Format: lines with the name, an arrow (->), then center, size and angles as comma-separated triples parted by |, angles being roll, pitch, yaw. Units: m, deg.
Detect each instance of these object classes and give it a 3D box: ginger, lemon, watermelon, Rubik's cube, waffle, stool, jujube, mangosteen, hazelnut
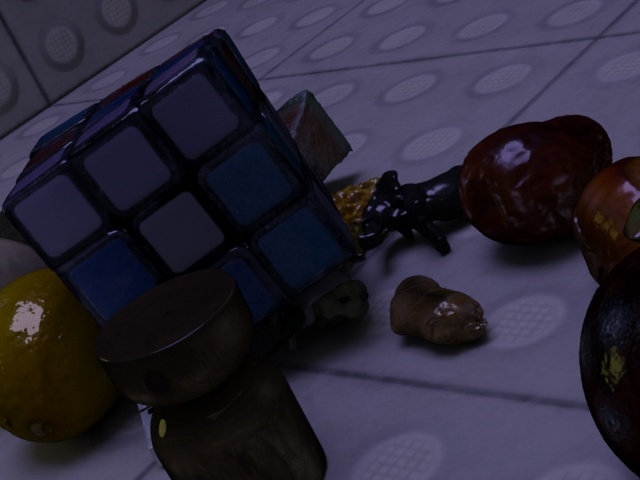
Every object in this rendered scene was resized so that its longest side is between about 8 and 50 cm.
ginger -> 0.146, 0.092, 1.609 | 0.095, 0.068, 0.190 | -12, 15, -27
lemon -> -0.394, 0.165, 1.791 | 0.236, 0.236, 0.263 | -25, 24, 1
watermelon -> -0.092, -0.125, 2.114 | 0.264, 0.151, 0.302 | -32, 10, 17
Rubik's cube -> -0.191, -0.060, 1.738 | 0.362, 0.363, 0.359 | -31, 18, 7
waffle -> 0.001, 0.001, 1.960 | 0.309, 0.065, 0.283 | -27, 21, 6
stool -> -0.124, 0.191, 1.425 | 0.179, 0.264, 0.179 | -22, 22, 10
jujube -> 0.310, -0.095, 1.711 | 0.190, 0.190, 0.255 | -3, 25, 43
mangosteen -> 0.372, 0.091, 1.102 | 0.300, 0.300, 0.300 | -22, 23, 10
hazelnut -> 0.398, -0.015, 1.475 | 0.182, 0.182, 0.182 | -22, 23, 10

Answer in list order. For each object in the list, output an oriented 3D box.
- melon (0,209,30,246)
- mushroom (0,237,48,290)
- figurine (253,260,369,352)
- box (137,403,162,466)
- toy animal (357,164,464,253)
melon -> -0.439, -0.014, 2.217 | 0.302, 0.237, 0.237 | -25, 23, -7
mushroom -> -0.591, 0.091, 2.011 | 0.314, 0.314, 0.336 | -30, 50, -9
figurine -> -0.021, 0.101, 1.736 | 0.197, 0.093, 0.147 | -31, -6, 24
box -> -0.200, 0.243, 1.677 | 0.084, 0.040, 0.154 | -29, 24, -4
toy animal -> 0.162, -0.041, 1.847 | 0.245, 0.114, 0.146 | -9, 26, -16
